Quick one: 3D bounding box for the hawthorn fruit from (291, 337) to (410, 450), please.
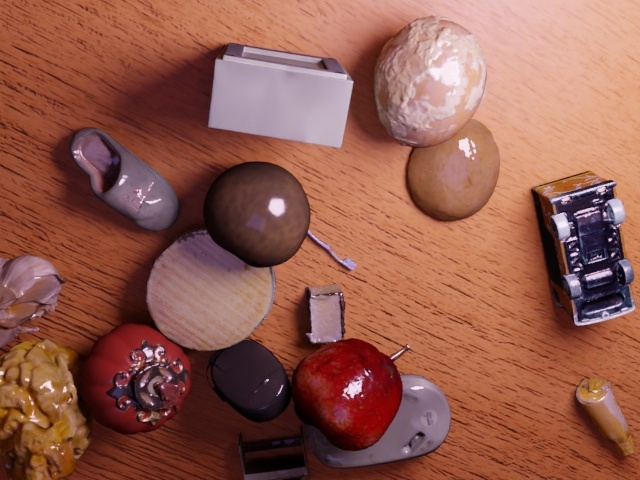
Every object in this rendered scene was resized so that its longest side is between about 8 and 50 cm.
[{"bbox_3d":[0.076,0.296,1.443,0.265,0.230,0.210,-28,101,-20],"label":"hawthorn fruit"}]

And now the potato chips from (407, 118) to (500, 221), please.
[{"bbox_3d":[0.270,-0.132,1.391,0.195,0.062,0.208,31,109,-12],"label":"potato chips"}]

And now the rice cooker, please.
[{"bbox_3d":[-0.147,0.290,1.473,0.142,0.203,0.118,-41,139,-16],"label":"rice cooker"}]

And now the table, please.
[{"bbox_3d":[-0.104,0.521,1.633,0.146,0.062,0.176,-8,109,0],"label":"table"}]

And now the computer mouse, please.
[{"bbox_3d":[0.127,0.404,1.581,0.330,0.095,0.197,-13,97,11],"label":"computer mouse"}]

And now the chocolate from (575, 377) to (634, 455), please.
[{"bbox_3d":[0.664,0.415,1.629,0.085,0.086,0.219,-31,114,9],"label":"chocolate"}]

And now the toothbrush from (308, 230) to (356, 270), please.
[{"bbox_3d":[0.000,0.000,1.452,0.193,0.013,0.019,39,98,-17],"label":"toothbrush"}]

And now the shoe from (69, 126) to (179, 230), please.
[{"bbox_3d":[-0.376,-0.109,1.342,0.103,0.100,0.251,-42,106,12],"label":"shoe"}]

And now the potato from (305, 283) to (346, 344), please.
[{"bbox_3d":[0.009,0.155,1.491,0.086,0.061,0.122,-3,114,-2],"label":"potato"}]

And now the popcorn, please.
[{"bbox_3d":[-0.569,0.362,1.423,0.225,0.332,0.265,-19,137,-17],"label":"popcorn"}]

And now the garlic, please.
[{"bbox_3d":[-0.631,0.112,1.402,0.142,0.178,0.229,41,86,14],"label":"garlic"}]

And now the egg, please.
[{"bbox_3d":[0.192,-0.274,1.254,0.203,0.203,0.245,8,133,-6],"label":"egg"}]

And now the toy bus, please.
[{"bbox_3d":[0.522,0.012,1.409,0.138,0.167,0.275,-17,107,3],"label":"toy bus"}]

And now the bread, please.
[{"bbox_3d":[-0.221,0.097,1.439,0.266,0.040,0.267,-3,102,-12],"label":"bread"}]

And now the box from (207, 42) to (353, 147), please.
[{"bbox_3d":[-0.072,-0.262,1.229,0.224,0.225,0.118,8,111,-7],"label":"box"}]

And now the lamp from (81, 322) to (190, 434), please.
[{"bbox_3d":[-0.369,0.280,1.435,0.226,0.227,0.227,-1,112,-3],"label":"lamp"}]

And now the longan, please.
[{"bbox_3d":[-0.114,-0.048,1.336,0.198,0.198,0.212,-33,108,10],"label":"longan"}]
